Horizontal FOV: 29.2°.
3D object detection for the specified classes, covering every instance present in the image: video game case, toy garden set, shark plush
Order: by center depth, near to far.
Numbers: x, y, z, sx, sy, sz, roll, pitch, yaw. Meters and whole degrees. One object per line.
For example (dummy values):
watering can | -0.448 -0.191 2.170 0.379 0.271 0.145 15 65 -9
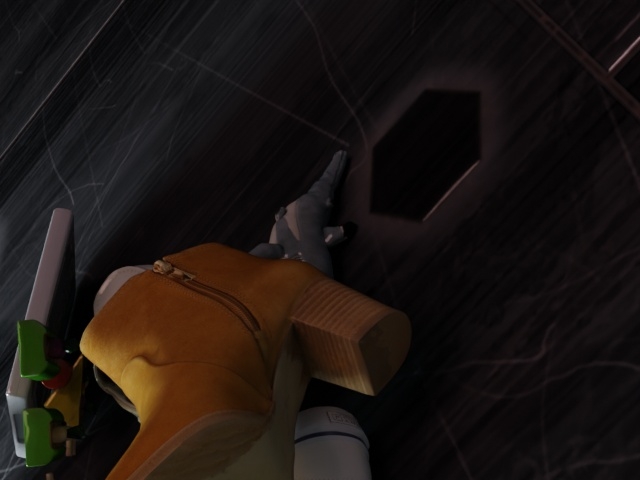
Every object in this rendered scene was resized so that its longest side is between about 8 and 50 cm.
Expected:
shark plush | 0.000 0.000 1.000 0.067 0.073 0.161 -2 40 28
toy garden set | -0.205 0.193 1.012 0.204 0.049 0.244 129 136 -79
video game case | -0.263 0.091 1.173 0.173 0.022 0.190 110 169 -61

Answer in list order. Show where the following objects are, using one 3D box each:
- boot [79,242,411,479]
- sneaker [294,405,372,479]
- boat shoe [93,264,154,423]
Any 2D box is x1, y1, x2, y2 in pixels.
boot | -0.100 0.105 0.819 0.211 0.104 0.295 14 39 40
sneaker | -0.068 0.218 0.861 0.258 0.094 0.091 -42 34 21
boat shoe | -0.133 0.084 1.028 0.113 0.103 0.302 -59 35 0
